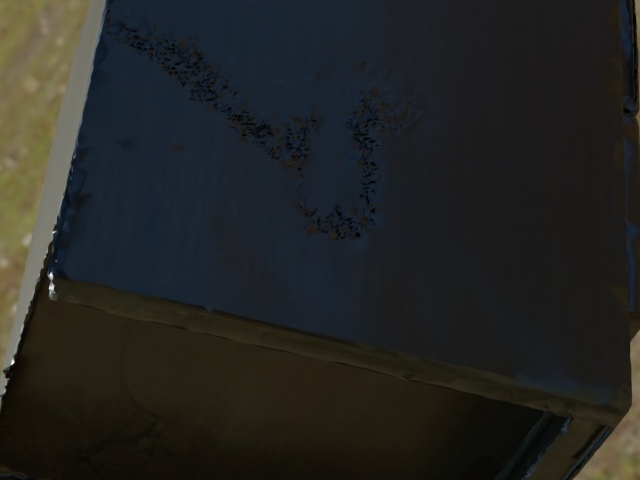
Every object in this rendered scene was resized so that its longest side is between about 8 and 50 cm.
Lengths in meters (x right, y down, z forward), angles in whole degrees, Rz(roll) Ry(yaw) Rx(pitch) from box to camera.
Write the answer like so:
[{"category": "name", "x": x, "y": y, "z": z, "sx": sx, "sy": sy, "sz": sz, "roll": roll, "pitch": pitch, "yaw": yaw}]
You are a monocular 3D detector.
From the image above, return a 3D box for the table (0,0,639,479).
[{"category": "table", "x": 0.000, "y": 0.000, "z": 0.608, "sx": 0.169, "sy": 0.172, "sz": 0.193, "roll": 115, "pitch": 165, "yaw": -50}]
